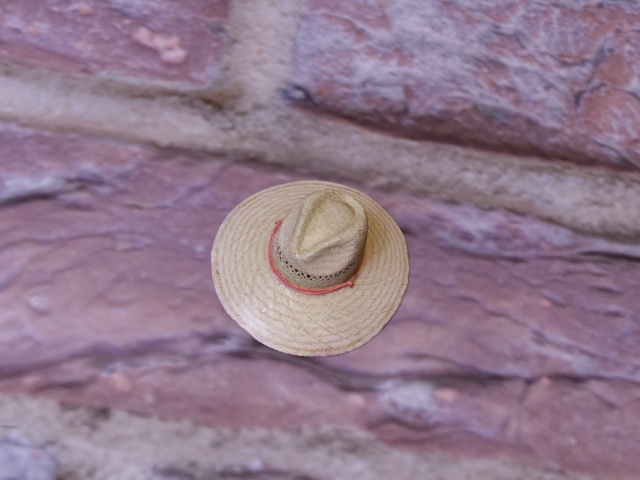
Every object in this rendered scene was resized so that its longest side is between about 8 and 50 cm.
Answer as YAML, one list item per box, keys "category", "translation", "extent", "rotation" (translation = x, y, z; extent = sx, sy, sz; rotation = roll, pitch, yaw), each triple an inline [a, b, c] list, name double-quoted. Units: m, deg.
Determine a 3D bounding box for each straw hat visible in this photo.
- category: "straw hat"
  translation: [0.000, 0.000, 0.566]
  extent: [0.144, 0.061, 0.145]
  rotation: [6, 60, -10]
